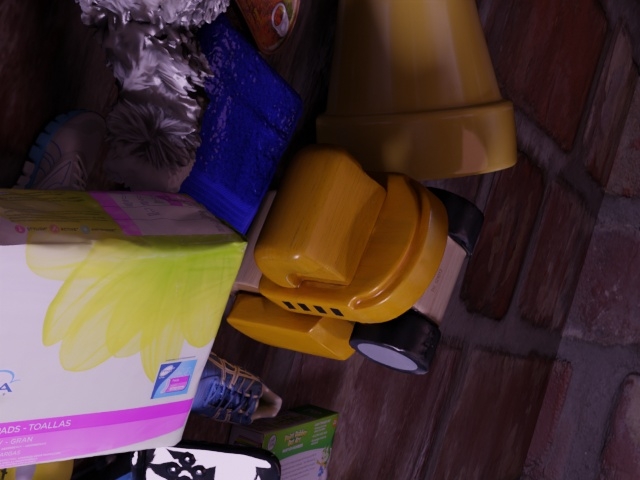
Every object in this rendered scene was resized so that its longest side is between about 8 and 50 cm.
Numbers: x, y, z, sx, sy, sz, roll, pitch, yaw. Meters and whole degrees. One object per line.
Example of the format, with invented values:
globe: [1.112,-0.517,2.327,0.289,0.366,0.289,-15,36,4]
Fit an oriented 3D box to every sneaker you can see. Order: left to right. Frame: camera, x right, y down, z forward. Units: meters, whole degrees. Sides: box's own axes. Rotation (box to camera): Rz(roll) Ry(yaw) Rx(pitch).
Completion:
sneaker: [-0.231,-0.036,1.203,0.190,0.083,0.071,-62,153,-29]
sneaker: [-0.114,0.175,1.604,0.211,0.081,0.080,17,91,-66]

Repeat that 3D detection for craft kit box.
craft kit box: [-0.066,0.361,1.858,0.250,0.061,0.246,2,103,-66]

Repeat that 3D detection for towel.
towel: [-0.120,-0.062,1.442,0.308,0.076,0.227,-70,157,-9]

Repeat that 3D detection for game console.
game console: [-0.184,0.380,1.484,0.173,0.250,0.293,-89,-174,-70]

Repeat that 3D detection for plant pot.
plant pot: [0.115,-0.205,1.696,0.254,0.254,0.239,-21,109,-62]

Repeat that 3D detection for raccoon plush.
raccoon plush: [-0.131,-0.299,1.190,0.299,0.216,0.446,-63,174,-48]

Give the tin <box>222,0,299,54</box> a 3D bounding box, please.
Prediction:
tin: [-0.071,-0.281,1.463,0.106,0.040,0.189,-61,154,-19]

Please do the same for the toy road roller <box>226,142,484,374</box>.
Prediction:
toy road roller: [0.000,0.000,1.513,0.241,0.330,0.202,38,68,-41]

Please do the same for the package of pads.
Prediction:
package of pads: [-0.217,0.070,1.120,0.297,0.101,0.229,-2,120,-44]

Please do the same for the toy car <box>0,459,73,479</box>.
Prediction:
toy car: [-0.297,0.190,1.237,0.239,0.053,0.225,-38,139,-54]
